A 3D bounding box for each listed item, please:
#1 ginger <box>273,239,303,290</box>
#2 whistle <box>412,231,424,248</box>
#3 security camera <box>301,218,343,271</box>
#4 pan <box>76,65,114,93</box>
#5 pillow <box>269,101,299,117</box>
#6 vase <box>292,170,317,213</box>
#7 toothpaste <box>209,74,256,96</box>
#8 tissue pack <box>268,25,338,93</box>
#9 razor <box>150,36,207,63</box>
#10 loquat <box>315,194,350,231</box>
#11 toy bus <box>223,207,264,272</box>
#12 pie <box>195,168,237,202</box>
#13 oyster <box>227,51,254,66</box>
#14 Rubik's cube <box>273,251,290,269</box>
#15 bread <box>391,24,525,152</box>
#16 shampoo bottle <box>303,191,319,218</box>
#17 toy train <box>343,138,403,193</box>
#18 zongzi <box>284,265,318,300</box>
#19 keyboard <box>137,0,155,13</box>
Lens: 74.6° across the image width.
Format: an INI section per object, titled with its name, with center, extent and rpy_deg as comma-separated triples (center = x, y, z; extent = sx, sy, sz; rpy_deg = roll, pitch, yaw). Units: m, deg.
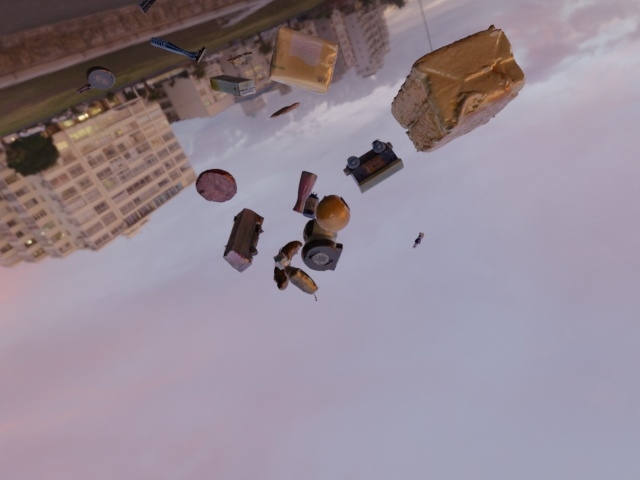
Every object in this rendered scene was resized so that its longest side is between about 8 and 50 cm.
[ginger]
center = -0.196, 0.136, 2.381
extent = 0.133, 0.107, 0.309
rpy_deg = 9, -108, 30
[whistle]
center = 0.450, -0.001, 1.938
extent = 0.083, 0.033, 0.029
rpy_deg = -62, -155, 11
[security camera]
center = 0.000, 0.000, 2.134
extent = 0.191, 0.197, 0.277
rpy_deg = 10, -140, -9
[pan]
center = -1.029, -0.710, 1.899
extent = 0.212, 0.115, 0.040
rpy_deg = -22, -119, 19
[pillow]
center = -0.198, -0.724, 2.340
extent = 0.135, 0.034, 0.211
rpy_deg = -35, -159, -20
[vase]
center = -0.087, -0.247, 2.176
extent = 0.086, 0.086, 0.214
rpy_deg = 20, -88, 53
[toothpaste]
center = -0.416, -0.730, 1.968
extent = 0.089, 0.071, 0.313
rpy_deg = -25, -145, -28
[tissue pack]
center = -0.061, -0.632, 1.486
extent = 0.223, 0.186, 0.090
rpy_deg = 12, -172, -12
[razor]
center = -0.607, -0.812, 1.784
extent = 0.253, 0.042, 0.081
rpy_deg = 20, -100, 8
[loquat]
center = 0.044, -0.102, 1.569
extent = 0.141, 0.141, 0.141
rpy_deg = -18, -153, 10
[toy bus]
center = -0.357, -0.009, 1.965
extent = 0.112, 0.138, 0.316
rpy_deg = -36, -149, 33
[pie]
center = -0.372, -0.195, 1.498
extent = 0.155, 0.154, 0.036
rpy_deg = -16, -135, 13
[oyster]
center = -0.366, -0.844, 1.943
extent = 0.086, 0.029, 0.132
rpy_deg = -41, 169, 32
[Rubik's cube]
center = -0.207, 0.117, 2.275
extent = 0.075, 0.084, 0.073
rpy_deg = -40, -129, 18
[bread]
center = 0.502, -0.539, 1.566
extent = 0.390, 0.279, 0.371
rpy_deg = -29, 177, -10
[shampoo bottle]
center = -0.058, -0.231, 2.692
extent = 0.050, 0.087, 0.182
rpy_deg = 125, -20, -62
[toy train]
center = 0.283, -0.399, 2.261
extent = 0.300, 0.201, 0.131
rpy_deg = -32, 163, 2
[zongzi]
center = -0.090, 0.193, 2.027
extent = 0.081, 0.189, 0.178
rpy_deg = -50, -160, -7
[keyboard]
center = -0.546, -0.858, 1.425
extent = 0.198, 0.010, 0.063
rpy_deg = -50, -176, 0
